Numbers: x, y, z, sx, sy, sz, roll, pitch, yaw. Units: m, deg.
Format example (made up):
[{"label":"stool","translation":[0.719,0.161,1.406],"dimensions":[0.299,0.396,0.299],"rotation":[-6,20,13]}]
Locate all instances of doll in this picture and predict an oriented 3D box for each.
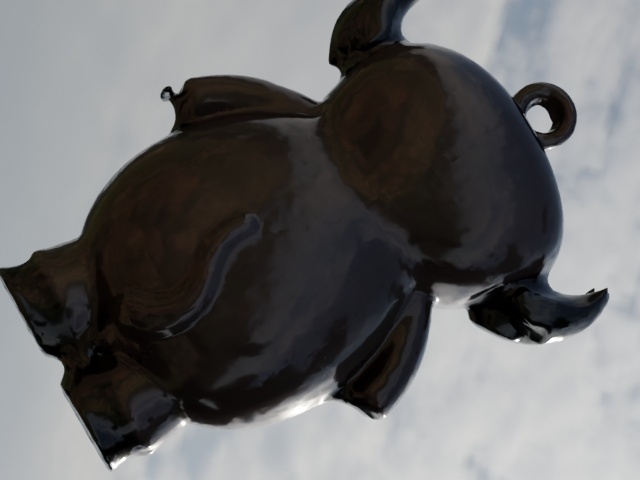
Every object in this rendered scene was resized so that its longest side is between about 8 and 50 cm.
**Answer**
[{"label":"doll","translation":[-0.001,0.000,0.796],"dimensions":[0.182,0.257,0.117],"rotation":[60,-17,6]}]
